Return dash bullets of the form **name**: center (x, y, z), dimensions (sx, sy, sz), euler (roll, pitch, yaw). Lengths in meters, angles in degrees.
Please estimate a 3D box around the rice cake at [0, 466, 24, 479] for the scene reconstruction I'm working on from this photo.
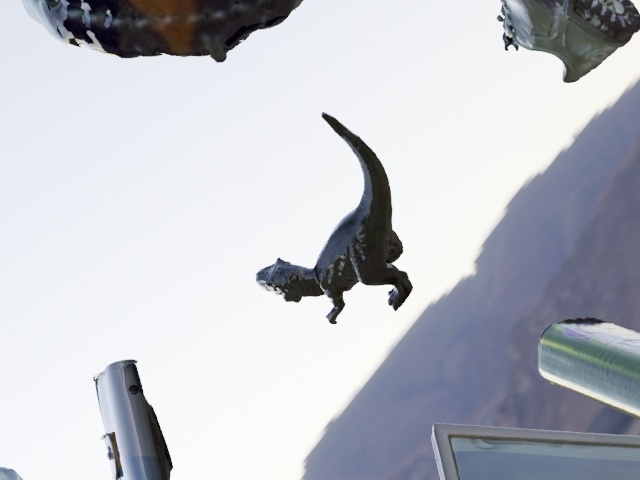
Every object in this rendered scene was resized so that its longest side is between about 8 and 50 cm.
- **rice cake**: center (-0.351, 0.226, 1.346), dimensions (0.040, 0.226, 0.085), euler (5, -81, -52)

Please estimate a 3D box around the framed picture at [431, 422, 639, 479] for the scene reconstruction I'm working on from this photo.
- **framed picture**: center (0.256, 0.252, 1.335), dimensions (0.213, 0.289, 0.016), euler (-99, 17, -53)

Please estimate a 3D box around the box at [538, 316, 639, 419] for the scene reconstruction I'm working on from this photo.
- **box**: center (0.406, 0.166, 1.811), dimensions (0.345, 0.134, 0.097), euler (-160, 74, -70)

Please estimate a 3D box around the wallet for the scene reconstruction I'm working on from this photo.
- **wallet**: center (-0.246, 0.278, 1.961), dimensions (0.069, 0.231, 0.170), euler (-10, -13, -21)

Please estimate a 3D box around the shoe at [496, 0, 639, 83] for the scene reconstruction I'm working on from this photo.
- **shoe**: center (0.254, -0.311, 1.872), dimensions (0.149, 0.293, 0.109), euler (-55, -3, 40)

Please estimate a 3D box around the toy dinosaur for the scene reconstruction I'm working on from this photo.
- **toy dinosaur**: center (0.000, 0.000, 1.354), dimensions (0.187, 0.179, 0.087), euler (-34, 39, 19)

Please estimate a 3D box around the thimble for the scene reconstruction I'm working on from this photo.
- **thimble**: center (-0.097, -0.236, 0.961), dimensions (0.237, 0.237, 0.150), euler (-45, -34, -34)
